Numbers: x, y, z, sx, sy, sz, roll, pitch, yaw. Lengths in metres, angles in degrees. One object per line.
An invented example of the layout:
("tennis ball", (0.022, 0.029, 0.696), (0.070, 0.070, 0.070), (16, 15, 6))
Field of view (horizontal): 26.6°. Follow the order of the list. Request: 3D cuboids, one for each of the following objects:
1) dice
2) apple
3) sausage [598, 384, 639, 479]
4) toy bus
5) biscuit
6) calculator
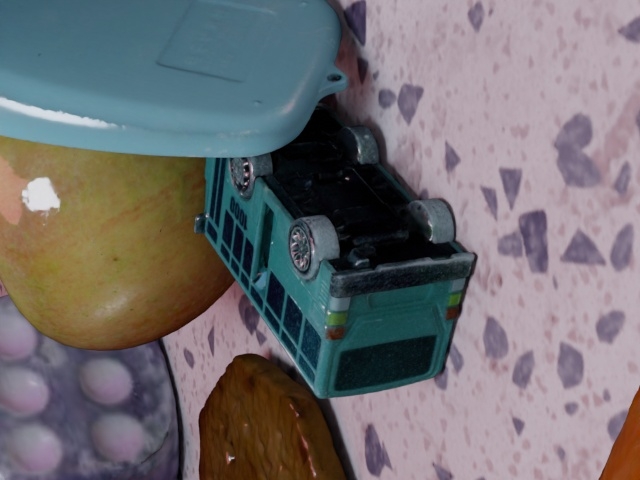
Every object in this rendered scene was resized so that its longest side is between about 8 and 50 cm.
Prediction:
("dice", (-0.340, 0.234, 1.671), (0.271, 0.270, 0.270), (-57, 45, 52))
("apple", (-0.186, -0.067, 1.272), (0.319, 0.277, 0.319), (63, 174, 11))
("sausage", (0.202, 0.153, 0.648), (0.141, 0.153, 0.268), (-73, -4, -57))
("toy bus", (0.000, 0.000, 1.082), (0.256, 0.128, 0.147), (50, 140, 47))
("biscuit", (-0.044, 0.286, 1.320), (0.359, 0.046, 0.359), (17, 109, 62))
("calculator", (-0.165, -0.164, 1.119), (0.256, 0.386, 0.054), (-70, -12, -46))
